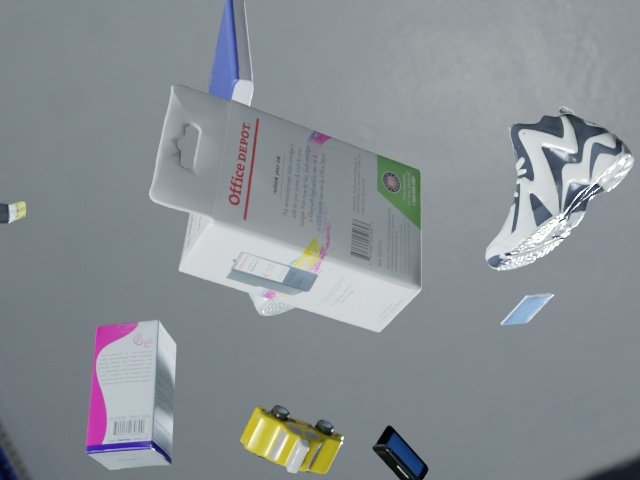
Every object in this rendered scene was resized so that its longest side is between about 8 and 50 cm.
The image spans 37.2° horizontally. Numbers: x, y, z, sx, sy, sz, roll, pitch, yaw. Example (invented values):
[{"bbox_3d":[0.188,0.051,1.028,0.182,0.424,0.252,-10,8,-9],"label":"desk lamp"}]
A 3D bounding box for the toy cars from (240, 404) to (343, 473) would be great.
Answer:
[{"bbox_3d":[-0.007,0.472,1.812,0.176,0.393,0.087,-25,-158,0],"label":"toy cars"}]

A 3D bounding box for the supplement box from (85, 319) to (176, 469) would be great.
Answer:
[{"bbox_3d":[-0.309,0.255,1.575,0.111,0.220,0.114,-6,152,7],"label":"supplement box"}]

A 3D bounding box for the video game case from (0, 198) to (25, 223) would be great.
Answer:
[{"bbox_3d":[-0.647,-0.047,1.591,0.275,0.035,0.248,-1,-175,-11],"label":"video game case"}]

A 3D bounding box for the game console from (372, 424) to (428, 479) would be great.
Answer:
[{"bbox_3d":[0.166,0.416,1.817,0.071,0.122,0.107,-43,-178,-21],"label":"game console"}]

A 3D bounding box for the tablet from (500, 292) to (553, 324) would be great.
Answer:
[{"bbox_3d":[0.321,0.107,1.485,0.054,0.006,0.083,-2,144,-27],"label":"tablet"}]

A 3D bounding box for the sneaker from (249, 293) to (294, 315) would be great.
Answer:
[{"bbox_3d":[0.000,0.000,1.375,0.256,0.151,0.094,-16,152,-22],"label":"sneaker"}]

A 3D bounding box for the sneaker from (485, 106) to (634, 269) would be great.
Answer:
[{"bbox_3d":[0.285,-0.082,1.284,0.235,0.153,0.094,-49,147,20],"label":"sneaker"}]

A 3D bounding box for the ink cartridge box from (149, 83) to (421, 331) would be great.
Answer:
[{"bbox_3d":[-0.052,-0.039,1.207,0.119,0.354,0.207,-50,-153,47],"label":"ink cartridge box"}]

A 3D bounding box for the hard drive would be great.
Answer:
[{"bbox_3d":[-0.172,-0.290,1.790,0.040,0.210,0.318,7,-142,-14],"label":"hard drive"}]
